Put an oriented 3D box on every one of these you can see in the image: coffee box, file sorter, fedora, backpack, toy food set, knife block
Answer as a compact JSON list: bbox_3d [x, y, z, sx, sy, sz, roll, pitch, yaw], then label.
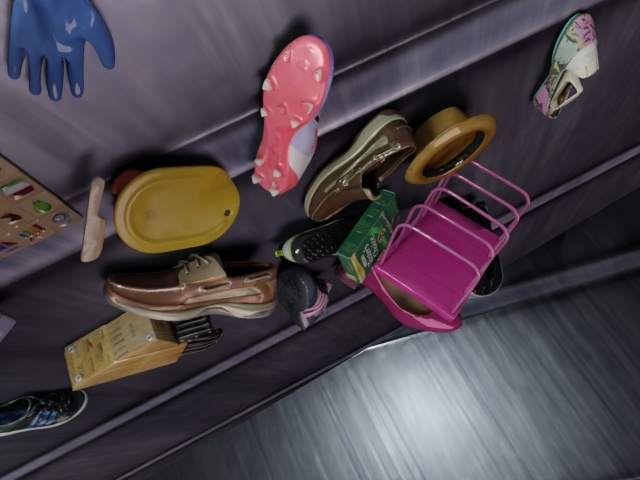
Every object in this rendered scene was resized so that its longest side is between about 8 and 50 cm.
[{"bbox_3d":[0.111,-0.007,0.947,0.184,0.041,0.113,-53,147,-21],"label":"coffee box"},{"bbox_3d":[0.294,-0.017,0.952,0.291,0.202,0.182,-44,160,-34],"label":"file sorter"},{"bbox_3d":[0.231,-0.185,0.816,0.195,0.079,0.194,-22,160,-9],"label":"fedora"},{"bbox_3d":[0.391,0.042,1.217,0.225,0.253,0.191,-9,168,-39],"label":"backpack"},{"bbox_3d":[-0.225,-0.054,0.609,0.218,0.071,0.128,-10,125,-39],"label":"toy food set"},{"bbox_3d":[-0.364,0.230,0.957,0.276,0.088,0.242,-30,155,0],"label":"knife block"}]

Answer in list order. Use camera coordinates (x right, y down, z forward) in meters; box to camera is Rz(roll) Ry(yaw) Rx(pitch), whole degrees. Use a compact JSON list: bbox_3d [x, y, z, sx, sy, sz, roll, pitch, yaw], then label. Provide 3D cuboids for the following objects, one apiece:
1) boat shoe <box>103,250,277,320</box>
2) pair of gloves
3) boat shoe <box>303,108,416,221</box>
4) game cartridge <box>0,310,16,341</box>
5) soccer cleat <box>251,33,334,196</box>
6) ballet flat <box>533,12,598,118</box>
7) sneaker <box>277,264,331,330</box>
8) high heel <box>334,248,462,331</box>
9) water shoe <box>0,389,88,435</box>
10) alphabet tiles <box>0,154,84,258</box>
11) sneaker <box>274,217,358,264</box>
[{"bbox_3d":[-0.224,0.073,0.809,0.325,0.123,0.116,6,105,-38],"label":"boat shoe"},{"bbox_3d":[-0.268,-0.187,0.351,0.198,0.023,0.159,-6,148,-39],"label":"pair of gloves"},{"bbox_3d":[0.065,-0.106,0.768,0.095,0.095,0.257,-2,144,-45],"label":"boat shoe"},{"bbox_3d":[-0.552,0.207,0.492,0.230,0.068,0.354,95,21,-65],"label":"game cartridge"},{"bbox_3d":[-0.033,-0.166,0.595,0.095,0.083,0.248,-47,167,-43],"label":"soccer cleat"},{"bbox_3d":[0.472,-0.317,0.823,0.077,0.079,0.221,-26,155,-6],"label":"ballet flat"},{"bbox_3d":[-0.030,0.123,1.123,0.131,0.112,0.319,-39,162,-20],"label":"sneaker"},{"bbox_3d":[0.222,0.121,1.109,0.378,0.127,0.181,23,149,-4],"label":"high heel"},{"bbox_3d":[-0.637,0.385,0.982,0.203,0.072,0.080,-10,147,-37],"label":"water shoe"},{"bbox_3d":[-0.443,-0.018,0.501,0.237,0.009,0.198,-27,156,-5],"label":"alphabet tiles"},{"bbox_3d":[0.000,0.000,0.957,0.235,0.084,0.097,-9,-178,-44],"label":"sneaker"}]
